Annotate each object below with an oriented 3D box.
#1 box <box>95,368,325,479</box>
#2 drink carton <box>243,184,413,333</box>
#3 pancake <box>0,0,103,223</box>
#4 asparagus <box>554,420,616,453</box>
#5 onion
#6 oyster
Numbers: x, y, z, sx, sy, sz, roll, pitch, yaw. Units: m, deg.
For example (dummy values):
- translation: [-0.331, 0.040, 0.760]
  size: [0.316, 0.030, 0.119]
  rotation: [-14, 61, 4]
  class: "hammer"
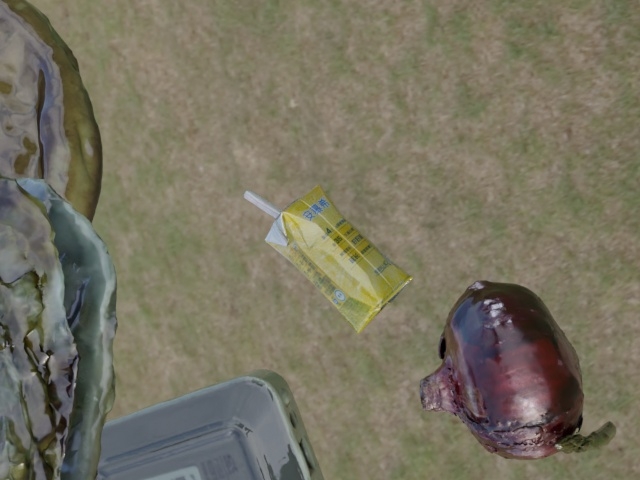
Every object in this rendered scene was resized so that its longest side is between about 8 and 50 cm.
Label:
- translation: [-0.162, 0.401, 1.416]
  size: [0.373, 0.090, 0.367]
  rotation: [-21, 90, 18]
  class: "box"
- translation: [0.000, 0.000, 1.058]
  size: [0.200, 0.084, 0.074]
  rotation: [45, 143, 7]
  class: "drink carton"
- translation: [-0.297, -0.061, 0.751]
  size: [0.294, 0.294, 0.049]
  rotation: [55, 180, 19]
  class: "pancake"
- translation: [0.358, 0.262, 1.308]
  size: [0.034, 0.236, 0.027]
  rotation: [14, 93, 30]
  class: "asparagus"
- translation: [0.239, 0.183, 1.335]
  size: [0.252, 0.219, 0.252]
  rotation: [164, 90, -84]
  class: "onion"
- translation: [-0.172, 0.137, 0.404]
  size: [0.162, 0.158, 0.351]
  rotation: [0, 85, 27]
  class: "oyster"
